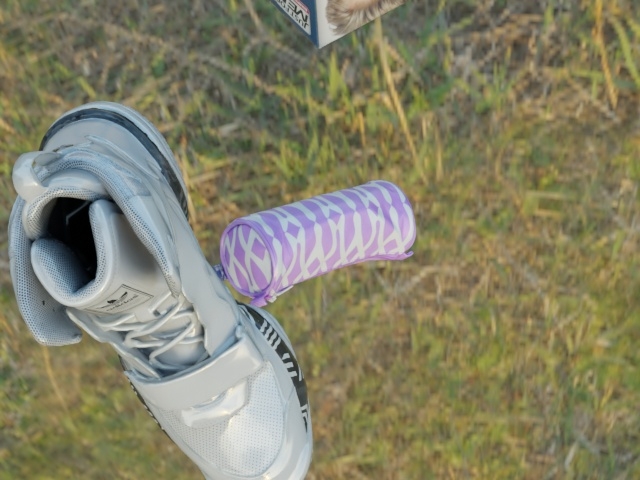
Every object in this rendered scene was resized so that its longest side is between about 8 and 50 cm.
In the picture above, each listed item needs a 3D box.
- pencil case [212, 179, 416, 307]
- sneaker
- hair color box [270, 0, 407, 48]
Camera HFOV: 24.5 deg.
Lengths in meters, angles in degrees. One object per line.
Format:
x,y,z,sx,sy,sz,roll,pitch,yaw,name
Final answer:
0.000,0.000,1.441,0.206,0.086,0.088,-18,81,-37,pencil case
-0.129,0.070,1.150,0.137,0.210,0.365,-26,97,11,sneaker
0.030,-0.381,1.505,0.174,0.347,0.105,-30,56,-18,hair color box
